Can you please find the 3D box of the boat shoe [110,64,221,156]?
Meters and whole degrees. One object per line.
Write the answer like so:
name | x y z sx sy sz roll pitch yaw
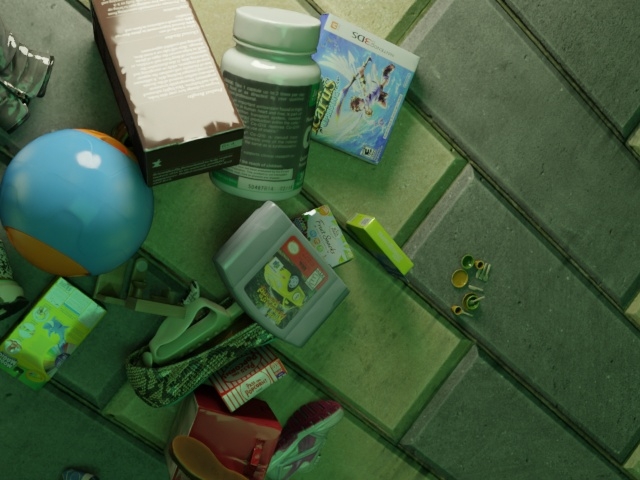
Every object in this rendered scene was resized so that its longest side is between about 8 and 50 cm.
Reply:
boat shoe | -0.290 -0.264 1.709 0.307 0.104 0.110 -37 109 -12

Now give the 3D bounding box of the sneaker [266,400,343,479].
sneaker | -0.040 0.483 1.952 0.252 0.103 0.111 -38 112 -2

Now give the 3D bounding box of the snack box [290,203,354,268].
snack box | 0.000 0.000 1.872 0.100 0.037 0.141 -23 78 -17

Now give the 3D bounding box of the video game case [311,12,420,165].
video game case | 0.068 -0.338 1.855 0.244 0.061 0.269 20 93 -22

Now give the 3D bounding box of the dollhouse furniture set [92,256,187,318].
dollhouse furniture set | -0.367 0.083 1.710 0.144 0.151 0.123 15 85 -37

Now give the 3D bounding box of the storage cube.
storage cube | -0.220 0.442 1.813 0.193 0.215 0.183 19 93 -17

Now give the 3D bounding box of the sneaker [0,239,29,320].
sneaker | -0.791 0.089 1.597 0.411 0.158 0.182 -8 72 -17

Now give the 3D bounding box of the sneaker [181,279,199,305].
sneaker | -0.291 0.130 1.821 0.037 0.032 0.083 4 98 -21

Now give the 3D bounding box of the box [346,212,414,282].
box | 0.145 0.016 1.923 0.042 0.109 0.178 -45 112 -10

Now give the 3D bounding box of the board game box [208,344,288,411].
board game box | -0.170 0.288 1.809 0.147 0.193 0.045 -33 110 -13

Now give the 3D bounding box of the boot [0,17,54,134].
boot | -0.612 -0.394 1.572 0.223 0.118 0.338 23 102 -26

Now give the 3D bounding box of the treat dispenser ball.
treat dispenser ball | -0.467 -0.071 1.579 0.288 0.288 0.288 -4 101 -20

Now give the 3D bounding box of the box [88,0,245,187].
box | -0.299 -0.310 1.576 0.191 0.143 0.381 -16 65 -17

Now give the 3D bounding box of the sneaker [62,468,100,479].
sneaker | -0.556 0.599 1.787 0.081 0.080 0.211 23 85 20

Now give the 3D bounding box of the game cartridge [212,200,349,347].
game cartridge | -0.082 0.085 1.706 0.196 0.060 0.294 -47 121 -10

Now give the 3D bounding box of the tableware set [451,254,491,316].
tableware set | 0.375 0.117 2.075 0.104 0.024 0.154 19 93 -22

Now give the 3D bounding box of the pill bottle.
pill bottle | -0.111 -0.280 1.677 0.204 0.204 0.360 0 116 -21

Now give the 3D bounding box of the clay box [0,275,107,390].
clay box | -0.570 0.192 1.716 0.127 0.053 0.222 43 84 -23

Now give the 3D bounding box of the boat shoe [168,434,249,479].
boat shoe | -0.232 0.483 1.677 0.207 0.073 0.073 40 129 -4

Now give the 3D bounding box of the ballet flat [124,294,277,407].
ballet flat | -0.208 0.179 1.783 0.483 0.164 0.182 -32 129 -10
